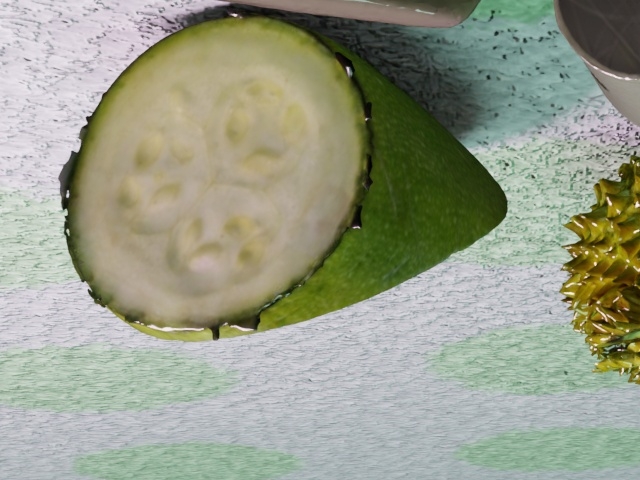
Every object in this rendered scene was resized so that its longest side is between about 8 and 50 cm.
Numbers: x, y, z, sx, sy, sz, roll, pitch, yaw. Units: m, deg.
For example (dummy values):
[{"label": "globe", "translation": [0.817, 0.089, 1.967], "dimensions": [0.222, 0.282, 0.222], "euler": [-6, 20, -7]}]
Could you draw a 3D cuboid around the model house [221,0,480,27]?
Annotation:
[{"label": "model house", "translation": [-0.019, -0.164, 0.591], "dimensions": [0.229, 0.122, 0.188], "euler": [7, 159, -16]}]

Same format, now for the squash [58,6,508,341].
[{"label": "squash", "translation": [0.000, 0.000, 0.998], "dimensions": [0.189, 0.189, 0.260], "euler": [-8, 157, 22]}]

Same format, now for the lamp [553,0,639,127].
[{"label": "lamp", "translation": [0.179, -0.099, 0.819], "dimensions": [0.121, 0.121, 0.214], "euler": [-11, 171, 28]}]

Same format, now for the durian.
[{"label": "durian", "translation": [0.252, 0.029, 1.129], "dimensions": [0.200, 0.177, 0.237], "euler": [-24, 159, 30]}]
